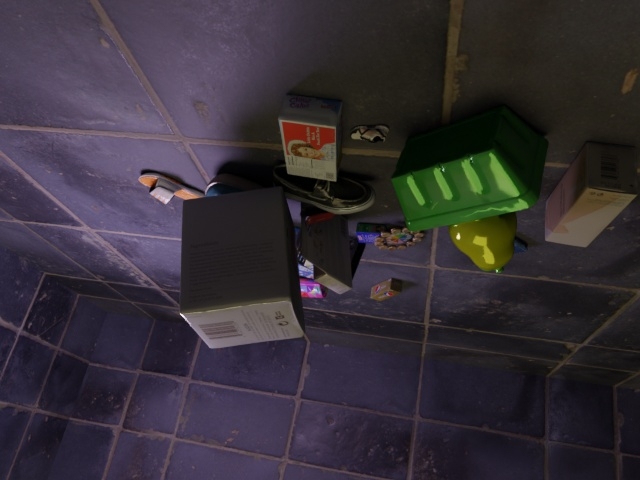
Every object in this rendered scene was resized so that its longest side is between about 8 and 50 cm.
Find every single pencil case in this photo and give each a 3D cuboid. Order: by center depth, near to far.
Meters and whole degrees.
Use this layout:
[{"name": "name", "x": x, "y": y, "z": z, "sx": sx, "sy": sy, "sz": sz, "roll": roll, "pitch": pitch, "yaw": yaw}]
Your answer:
[{"name": "pencil case", "x": -0.083, "y": 0.227, "z": 2.617, "sx": 0.236, "sy": 0.104, "sz": 0.104, "roll": 1, "pitch": 154, "yaw": 19}]

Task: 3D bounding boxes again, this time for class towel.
[{"name": "towel", "x": 0.665, "y": 0.011, "z": 1.887, "sx": 0.119, "sy": 0.029, "sz": 0.067, "roll": 25, "pitch": 154, "yaw": -28}]

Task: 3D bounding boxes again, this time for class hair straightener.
[{"name": "hair straightener", "x": 0.031, "y": -0.115, "z": 1.774, "sx": 0.230, "sy": 0.089, "sz": 0.047, "roll": -18, "pitch": 145, "yaw": -29}]

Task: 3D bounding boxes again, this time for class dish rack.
[{"name": "dish rack", "x": 0.026, "y": 0.039, "z": 2.032, "sx": 0.271, "sy": 0.208, "sz": 0.074, "roll": 29, "pitch": 166, "yaw": -31}]

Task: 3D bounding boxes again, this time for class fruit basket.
[{"name": "fruit basket", "x": 0.408, "y": -0.113, "z": 1.406, "sx": 0.392, "sy": 0.283, "sz": 0.392, "roll": 17, "pitch": 146, "yaw": 12}]

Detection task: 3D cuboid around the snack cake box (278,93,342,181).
[{"name": "snack cake box", "x": -0.022, "y": -0.276, "z": 1.484, "sx": 0.152, "sy": 0.089, "sz": 0.264, "roll": 11, "pitch": 156, "yaw": 6}]

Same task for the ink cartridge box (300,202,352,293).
[{"name": "ink cartridge box", "x": 0.000, "y": 0.000, "z": 1.828, "sx": 0.066, "sy": 0.296, "sz": 0.261, "roll": -28, "pitch": 136, "yaw": 31}]

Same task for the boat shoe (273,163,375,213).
[{"name": "boat shoe", "x": 0.003, "y": -0.165, "z": 1.676, "sx": 0.335, "sy": 0.121, "sz": 0.119, "roll": 8, "pitch": 160, "yaw": 12}]

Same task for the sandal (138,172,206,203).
[{"name": "sandal", "x": -0.535, "y": -0.167, "z": 1.967, "sx": 0.265, "sy": 0.076, "sz": 0.102, "roll": 21, "pitch": 154, "yaw": -20}]

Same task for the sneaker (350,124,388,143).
[{"name": "sneaker", "x": 0.129, "y": -0.284, "z": 1.454, "sx": 0.109, "sy": 0.044, "sz": 0.040, "roll": 0, "pitch": 156, "yaw": 29}]

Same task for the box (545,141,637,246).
[{"name": "box", "x": 0.716, "y": -0.113, "z": 1.449, "sx": 0.121, "sy": 0.148, "sz": 0.311, "roll": 9, "pitch": 155, "yaw": 7}]

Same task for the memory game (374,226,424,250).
[{"name": "memory game", "x": 0.287, "y": -0.004, "z": 1.977, "sx": 0.186, "sy": 0.012, "sz": 0.186, "roll": -6, "pitch": 154, "yaw": -3}]

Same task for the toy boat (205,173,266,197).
[{"name": "toy boat", "x": -0.294, "y": -0.103, "z": 1.914, "sx": 0.267, "sy": 0.148, "sz": 0.318, "roll": 19, "pitch": 155, "yaw": -18}]

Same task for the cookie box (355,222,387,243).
[{"name": "cookie box", "x": 0.192, "y": -0.025, "z": 2.002, "sx": 0.107, "sy": 0.040, "sz": 0.092, "roll": 4, "pitch": 156, "yaw": 14}]

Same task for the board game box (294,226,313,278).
[{"name": "board game box", "x": -0.089, "y": 0.052, "z": 2.241, "sx": 0.302, "sy": 0.086, "sz": 0.308, "roll": 14, "pitch": 156, "yaw": -8}]

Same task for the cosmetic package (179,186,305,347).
[{"name": "cosmetic package", "x": -0.242, "y": 0.092, "z": 1.723, "sx": 0.327, "sy": 0.394, "sz": 0.329, "roll": -8, "pitch": 151, "yaw": 2}]

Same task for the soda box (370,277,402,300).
[{"name": "soda box", "x": 0.303, "y": 0.229, "z": 2.494, "sx": 0.061, "sy": 0.058, "sz": 0.181, "roll": 20, "pitch": 155, "yaw": -19}]
